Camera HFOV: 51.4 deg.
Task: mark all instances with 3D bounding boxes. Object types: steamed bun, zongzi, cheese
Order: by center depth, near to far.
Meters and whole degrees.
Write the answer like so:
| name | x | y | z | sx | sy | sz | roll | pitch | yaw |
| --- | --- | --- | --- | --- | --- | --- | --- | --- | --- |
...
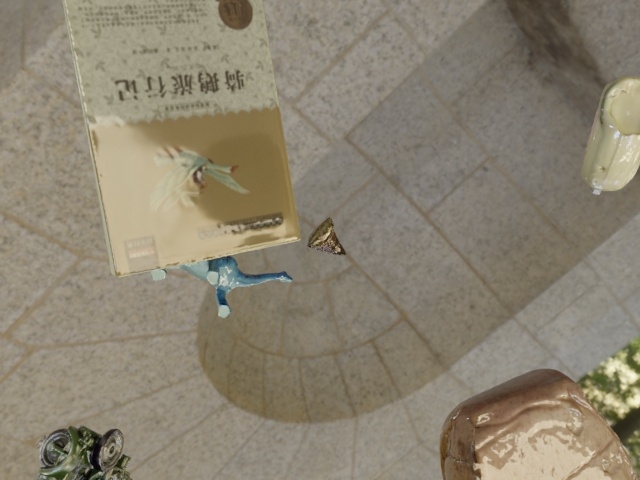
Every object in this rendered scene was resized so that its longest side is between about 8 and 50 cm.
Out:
| name | x | y | z | sx | sy | sz | roll | pitch | yaw |
| --- | --- | --- | --- | --- | --- | --- | --- | --- | --- |
| cheese | 0.377 | -0.117 | 0.863 | 0.064 | 0.137 | 0.227 | 17 | 167 | 18 |
| steamed bun | 0.303 | 0.352 | 0.981 | 0.301 | 0.251 | 0.199 | 67 | 165 | 5 |
| zongzi | 0.000 | 0.000 | 1.226 | 0.073 | 0.067 | 0.083 | 16 | 158 | 42 |

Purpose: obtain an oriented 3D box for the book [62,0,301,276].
| name | x | y | z | sx | sy | sz | roll | pitch | yaw |
| --- | --- | --- | --- | --- | --- | --- | --- | --- | --- |
| book | -0.143 | -0.133 | 0.719 | 0.021 | 0.216 | 0.311 | 0 | 101 | 63 |

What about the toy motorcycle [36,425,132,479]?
| name | x | y | z | sx | sy | sz | roll | pitch | yaw |
| --- | --- | --- | --- | --- | --- | --- | --- | --- | --- |
| toy motorcycle | -0.436 | 0.455 | 1.162 | 0.127 | 0.275 | 0.205 | 15 | 155 | 22 |

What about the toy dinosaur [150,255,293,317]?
| name | x | y | z | sx | sy | sz | roll | pitch | yaw |
| --- | --- | --- | --- | --- | --- | --- | --- | --- | --- |
| toy dinosaur | -0.191 | 0.037 | 1.074 | 0.328 | 0.076 | 0.144 | 22 | -153 | -14 |
